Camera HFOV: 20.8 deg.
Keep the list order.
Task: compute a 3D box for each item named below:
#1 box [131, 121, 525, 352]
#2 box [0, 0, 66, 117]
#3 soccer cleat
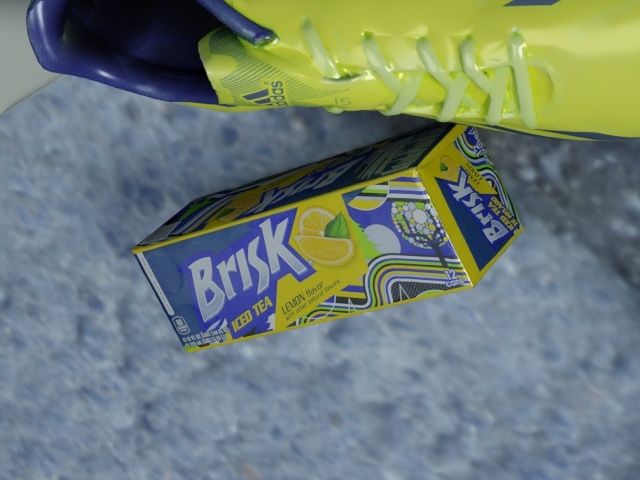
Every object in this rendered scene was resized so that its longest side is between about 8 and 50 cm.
[{"bbox_3d":[0.000,0.000,0.763,0.169,0.054,0.059,-15,109,40],"label":"box"},{"bbox_3d":[-0.244,-0.137,0.778,0.232,0.148,0.127,22,127,21],"label":"box"},{"bbox_3d":[0.019,-0.074,0.656,0.289,0.121,0.093,11,123,29],"label":"soccer cleat"}]
